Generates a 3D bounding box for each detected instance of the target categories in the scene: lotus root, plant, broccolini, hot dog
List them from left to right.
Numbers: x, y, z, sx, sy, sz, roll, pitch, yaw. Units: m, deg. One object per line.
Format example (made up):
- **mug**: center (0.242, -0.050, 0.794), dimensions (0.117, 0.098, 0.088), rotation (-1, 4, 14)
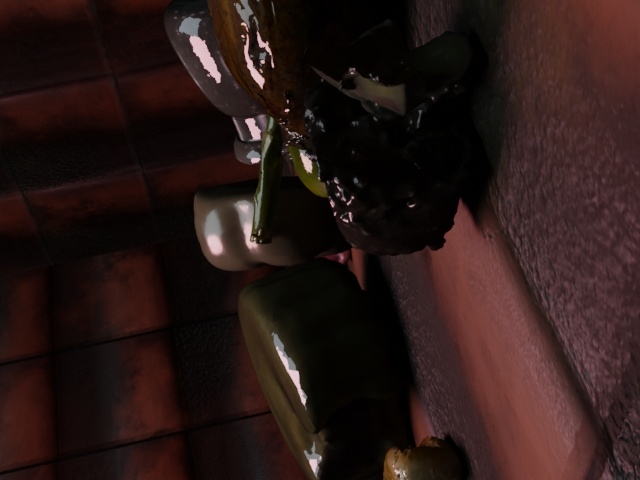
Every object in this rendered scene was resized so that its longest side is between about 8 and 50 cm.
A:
- **lotus root**: center (-0.028, -0.272, 0.847), dimensions (0.196, 0.179, 0.397), rotation (-106, 8, -54)
- **broccolini**: center (-0.036, -0.168, 1.108), dimensions (0.074, 0.079, 0.391), rotation (-91, 9, -70)
- **plant**: center (0.057, -0.083, 0.693), dimensions (0.203, 0.143, 0.131), rotation (71, -169, -49)
- **hot dog**: center (0.119, 0.293, 1.066), dimensions (0.242, 0.084, 0.073), rotation (86, 170, -60)

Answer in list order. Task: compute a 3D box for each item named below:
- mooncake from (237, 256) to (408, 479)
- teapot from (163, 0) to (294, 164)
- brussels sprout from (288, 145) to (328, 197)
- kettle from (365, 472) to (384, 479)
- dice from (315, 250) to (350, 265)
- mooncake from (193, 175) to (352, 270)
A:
- **mooncake**: center (0.009, 0.200, 1.337), dimensions (0.351, 0.187, 0.351), rotation (60, 166, 26)
- **teapot**: center (-0.100, -0.240, 1.261), dimensions (0.305, 0.223, 0.285), rotation (9, 128, 48)
- **brussels sprout**: center (0.018, -0.120, 1.038), dimensions (0.155, 0.118, 0.155), rotation (54, -162, -26)
- **kettle**: center (0.060, 0.347, 1.603), dimensions (0.210, 0.160, 0.243), rotation (-41, -48, -65)
- **dice**: center (0.000, 0.000, 1.570), dimensions (0.093, 0.094, 0.091), rotation (-116, 16, -63)
- **mooncake**: center (-0.065, -0.030, 1.334), dimensions (0.275, 0.275, 0.135), rotation (-141, 42, -81)
